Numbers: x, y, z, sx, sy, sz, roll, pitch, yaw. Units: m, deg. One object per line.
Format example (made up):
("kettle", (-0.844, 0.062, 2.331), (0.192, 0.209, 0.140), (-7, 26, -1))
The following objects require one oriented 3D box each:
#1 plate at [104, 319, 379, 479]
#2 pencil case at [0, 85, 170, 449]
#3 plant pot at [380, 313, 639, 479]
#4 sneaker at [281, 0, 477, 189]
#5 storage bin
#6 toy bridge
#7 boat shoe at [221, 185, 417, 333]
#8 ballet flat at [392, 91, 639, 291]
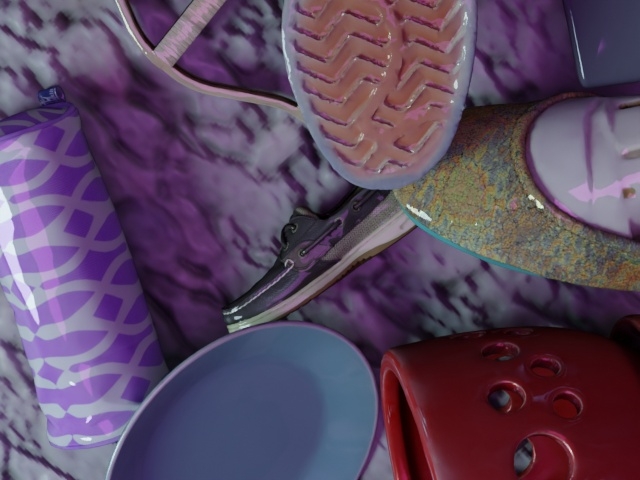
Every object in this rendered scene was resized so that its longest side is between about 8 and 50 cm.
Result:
("plate", (-0.049, 0.125, 1.052), (0.188, 0.024, 0.188), (-19, 128, -26))
("pencil case", (-0.154, 0.020, 1.029), (0.088, 0.086, 0.206), (-9, 104, 35))
("plant pot", (0.137, 0.136, 1.019), (0.174, 0.191, 0.191), (-14, 104, -8))
("sneaker", (0.022, -0.183, 0.965), (0.108, 0.121, 0.302), (-7, 105, 3))
("storage bin", (0.181, -0.147, 0.999), (0.091, 0.098, 0.135), (-12, 104, 12))
("toy bridge", (-0.075, -0.127, 1.024), (0.188, 0.026, 0.063), (38, 101, -10))
("boat shoe", (0.000, 0.000, 1.047), (0.152, 0.056, 0.049), (-36, 98, -3))
("ballet flat", (0.216, -0.025, 1.006), (0.348, 0.123, 0.123), (16, 103, -9))
